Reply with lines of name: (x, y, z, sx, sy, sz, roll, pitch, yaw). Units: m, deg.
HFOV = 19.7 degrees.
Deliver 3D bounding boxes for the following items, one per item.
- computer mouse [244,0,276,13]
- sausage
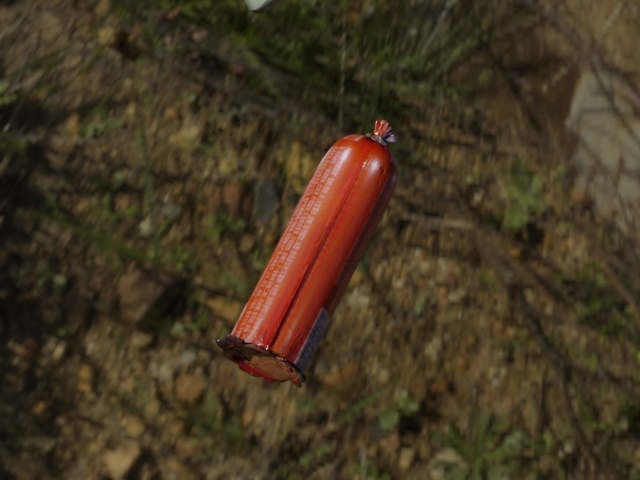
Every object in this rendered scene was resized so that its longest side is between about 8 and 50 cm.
computer mouse: (-0.014, -0.180, 1.053, 0.032, 0.056, 0.110, 37, 90, -13)
sausage: (0.000, 0.000, 0.909, 0.050, 0.145, 0.048, 29, 161, -7)
